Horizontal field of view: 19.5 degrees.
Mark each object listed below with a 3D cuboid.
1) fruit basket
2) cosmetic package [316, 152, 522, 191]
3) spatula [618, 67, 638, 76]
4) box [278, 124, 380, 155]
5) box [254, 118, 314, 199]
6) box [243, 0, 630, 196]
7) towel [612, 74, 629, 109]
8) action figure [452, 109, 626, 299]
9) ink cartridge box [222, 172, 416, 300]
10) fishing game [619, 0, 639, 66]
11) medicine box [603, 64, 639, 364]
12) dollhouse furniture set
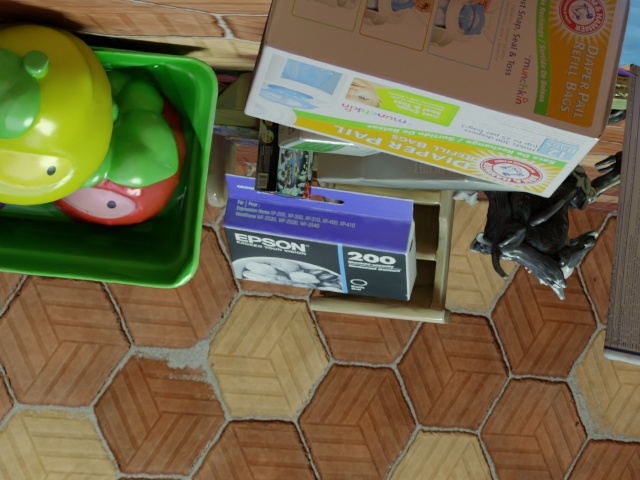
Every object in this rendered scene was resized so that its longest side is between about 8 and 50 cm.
[{"bbox_3d":[-0.289,-0.094,1.833,0.392,0.283,0.392,7,-164,-2],"label":"fruit basket"},{"bbox_3d":[0.103,-0.111,1.749,0.107,0.127,0.238,6,180,-33],"label":"cosmetic package"},{"bbox_3d":[0.115,-0.161,1.552,0.296,0.030,0.084,5,178,28],"label":"spatula"},{"bbox_3d":[0.015,-0.132,1.687,0.087,0.102,0.101,4,178,-13],"label":"box"},{"bbox_3d":[-0.033,-0.113,1.900,0.027,0.137,0.094,4,179,21],"label":"box"},{"bbox_3d":[0.068,-0.113,1.114,0.203,0.103,0.114,15,161,-4],"label":"box"},{"bbox_3d":[0.293,-0.141,1.765,0.148,0.027,0.110,4,179,22],"label":"towel"},{"bbox_3d":[0.218,-0.034,1.862,0.276,0.164,0.141,-37,-178,-40],"label":"action figure"},{"bbox_3d":[0.000,0.000,2.031,0.206,0.045,0.208,8,157,7],"label":"ink cartridge box"},{"bbox_3d":[0.206,-0.147,1.139,0.264,0.041,0.189,11,164,11],"label":"fishing game"},{"bbox_3d":[0.325,-0.026,1.447,0.149,0.263,0.289,6,179,-1],"label":"medicine box"},{"bbox_3d":[0.053,-0.039,2.165,0.362,0.256,0.394,5,179,11],"label":"dollhouse furniture set"}]
